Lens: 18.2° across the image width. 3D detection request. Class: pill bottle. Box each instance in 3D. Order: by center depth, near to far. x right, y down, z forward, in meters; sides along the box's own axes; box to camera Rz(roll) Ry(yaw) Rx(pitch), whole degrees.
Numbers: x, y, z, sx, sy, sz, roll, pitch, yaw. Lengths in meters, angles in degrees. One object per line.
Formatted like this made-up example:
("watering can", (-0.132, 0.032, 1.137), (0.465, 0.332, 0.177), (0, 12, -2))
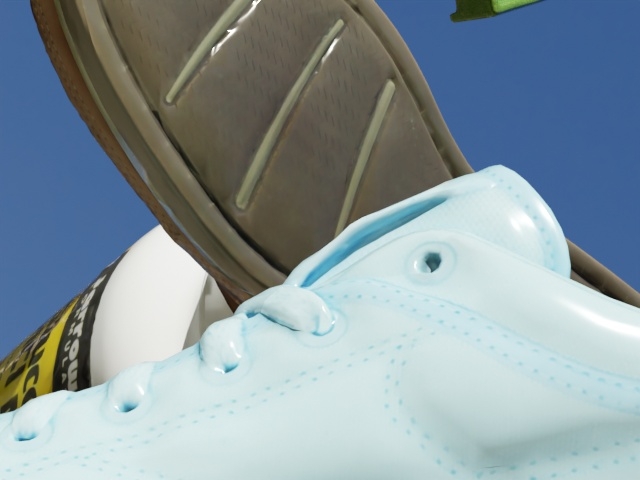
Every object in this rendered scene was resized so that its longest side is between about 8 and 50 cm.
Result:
("pill bottle", (-0.055, 0.092, 0.986), (0.188, 0.188, 0.334), (44, -38, -7))

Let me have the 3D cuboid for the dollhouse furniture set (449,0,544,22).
("dollhouse furniture set", (0.010, -0.225, 1.506), (0.197, 0.301, 0.151), (-1, -77, 36))

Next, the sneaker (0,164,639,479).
("sneaker", (0.003, 0.058, 0.506), (0.366, 0.150, 0.135), (3, -20, 0))

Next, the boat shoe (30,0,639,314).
("boat shoe", (0.000, 0.000, 0.709), (0.307, 0.110, 0.104), (46, -29, -26))
